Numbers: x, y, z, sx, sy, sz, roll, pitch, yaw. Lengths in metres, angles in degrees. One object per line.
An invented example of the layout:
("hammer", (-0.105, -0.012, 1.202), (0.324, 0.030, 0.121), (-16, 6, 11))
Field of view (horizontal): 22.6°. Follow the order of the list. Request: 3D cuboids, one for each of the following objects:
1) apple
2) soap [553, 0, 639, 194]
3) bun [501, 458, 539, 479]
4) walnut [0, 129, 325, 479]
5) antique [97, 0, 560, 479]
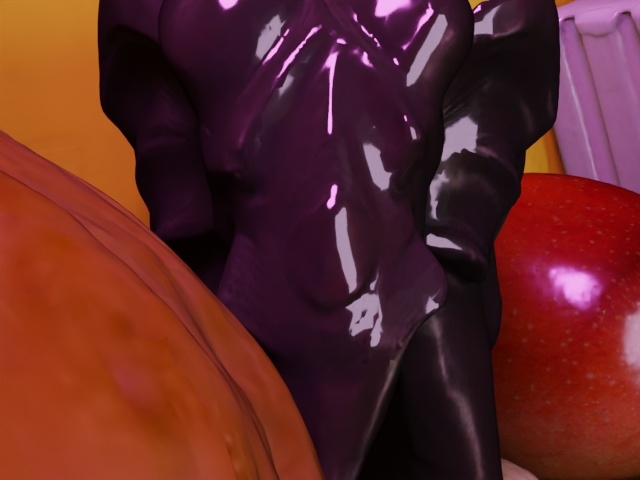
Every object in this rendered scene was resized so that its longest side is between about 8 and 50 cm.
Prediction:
("apple", (0.134, 0.048, 0.889), (0.181, 0.168, 0.180), (0, 91, -45))
("soap", (0.241, -0.032, 1.003), (0.088, 0.160, 0.265), (-31, 110, -40))
("bun", (0.041, 0.222, 0.793), (0.244, 0.153, 0.243), (-5, 90, -73))
("walnut", (-0.143, 0.152, 0.423), (0.308, 0.354, 0.397), (6, 82, -16))
("antique", (0.000, 0.000, 0.677), (0.322, 0.185, 0.255), (-90, -177, -77))
